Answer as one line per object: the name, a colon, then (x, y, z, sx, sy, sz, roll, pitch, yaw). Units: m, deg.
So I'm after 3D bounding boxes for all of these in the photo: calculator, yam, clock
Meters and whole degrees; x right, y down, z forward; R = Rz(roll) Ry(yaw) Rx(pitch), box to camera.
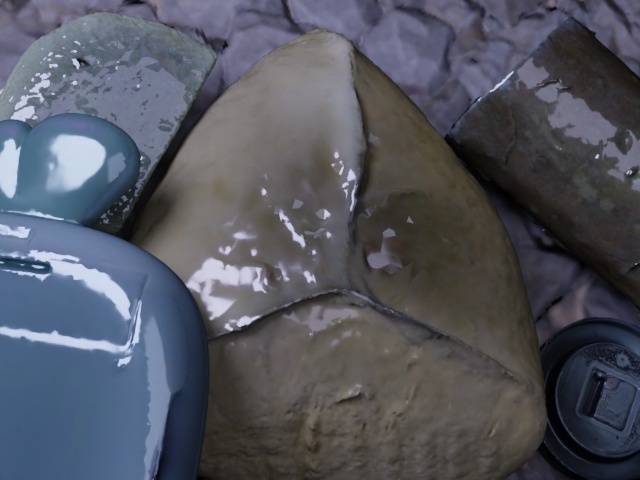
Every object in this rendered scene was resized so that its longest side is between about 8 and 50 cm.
calculator: (-0.141, 0.088, 0.655, 0.185, 0.041, 0.299, 9, 82, 16)
yam: (0.184, 0.002, 0.783, 0.259, 0.093, 0.093, 42, 69, -1)
clock: (0.140, 0.080, 0.787, 0.085, 0.017, 0.085, 4, 75, -14)

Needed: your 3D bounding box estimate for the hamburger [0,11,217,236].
hamburger: (-0.112, -0.053, 0.739, 0.084, 0.054, 0.121, 28, 77, -8)

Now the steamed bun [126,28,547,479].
steamed bun: (0.019, 0.024, 0.724, 0.212, 0.110, 0.231, 30, 72, -6)

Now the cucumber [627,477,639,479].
cucumber: (0.075, 0.160, 0.719, 0.303, 0.072, 0.081, -8, 78, -16)
